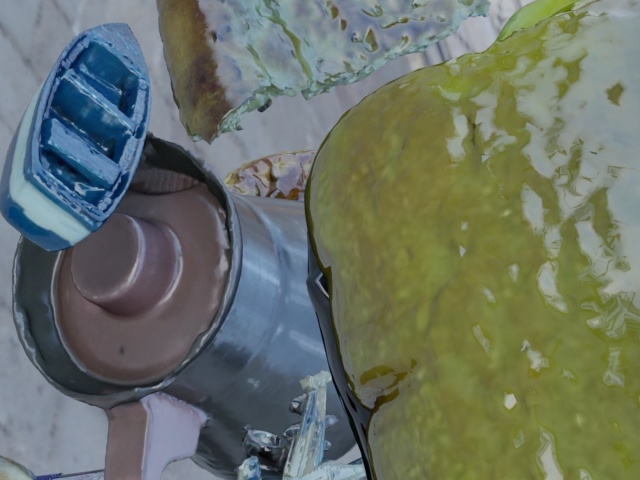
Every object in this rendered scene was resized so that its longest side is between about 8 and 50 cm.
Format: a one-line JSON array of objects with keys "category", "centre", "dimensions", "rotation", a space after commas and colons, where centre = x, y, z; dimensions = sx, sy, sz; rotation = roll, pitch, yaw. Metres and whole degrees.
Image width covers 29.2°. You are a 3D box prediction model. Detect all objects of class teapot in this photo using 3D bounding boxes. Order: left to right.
[{"category": "teapot", "centre": [-0.105, 0.102, 1.173], "dimensions": [0.361, 0.305, 0.376], "rotation": [33, 55, -55]}]

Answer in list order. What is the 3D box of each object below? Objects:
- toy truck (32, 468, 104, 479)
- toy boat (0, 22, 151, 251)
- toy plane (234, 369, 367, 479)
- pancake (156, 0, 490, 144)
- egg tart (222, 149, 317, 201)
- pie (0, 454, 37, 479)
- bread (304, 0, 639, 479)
[{"category": "toy truck", "centre": [-0.235, 0.391, 1.376], "dimensions": [0.268, 0.155, 0.124], "rotation": [58, 38, -23]}, {"category": "toy boat", "centre": [-0.196, -0.099, 1.008], "dimensions": [0.096, 0.062, 0.299], "rotation": [38, 28, -22]}, {"category": "toy plane", "centre": [-0.015, 0.171, 0.846], "dimensions": [0.262, 0.088, 0.192], "rotation": [-14, 124, -75]}, {"category": "pancake", "centre": [0.016, -0.186, 0.736], "dimensions": [0.054, 0.197, 0.377], "rotation": [113, 0, -59]}, {"category": "egg tart", "centre": [0.000, 0.000, 1.603], "dimensions": [0.351, 0.339, 0.153], "rotation": [-73, 158, -54]}, {"category": "pie", "centre": [-0.496, 0.483, 1.842], "dimensions": [0.339, 0.077, 0.339], "rotation": [26, 50, -35]}, {"category": "bread", "centre": [0.131, 0.078, 0.449], "dimensions": [0.208, 0.251, 0.377], "rotation": [53, 21, -61]}]
